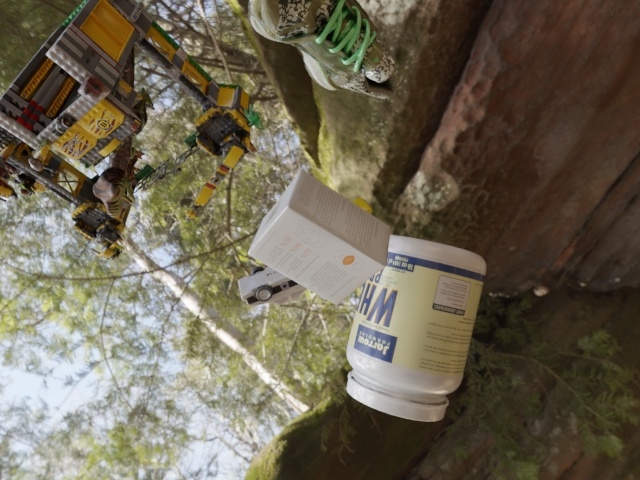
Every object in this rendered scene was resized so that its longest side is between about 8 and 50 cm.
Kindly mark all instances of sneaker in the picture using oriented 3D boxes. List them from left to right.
[{"bbox_3d":[0.042,-0.333,0.746,0.157,0.182,0.410,-60,-19,12],"label":"sneaker"}]

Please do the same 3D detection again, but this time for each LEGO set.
[{"bbox_3d":[-0.235,-0.083,0.483,0.332,0.192,0.255,-22,-46,17],"label":"LEGO set"}]

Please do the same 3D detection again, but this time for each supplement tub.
[{"bbox_3d":[0.185,0.166,0.937,0.236,0.236,0.324,16,-94,-46],"label":"supplement tub"}]

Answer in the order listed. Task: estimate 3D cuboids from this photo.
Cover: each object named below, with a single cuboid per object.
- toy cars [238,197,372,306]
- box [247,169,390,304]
[{"bbox_3d":[-0.018,0.034,1.057,0.393,0.177,0.087,-46,-55,-38],"label":"toy cars"},{"bbox_3d":[0.000,0.000,0.714,0.171,0.090,0.130,32,-48,-15],"label":"box"}]
